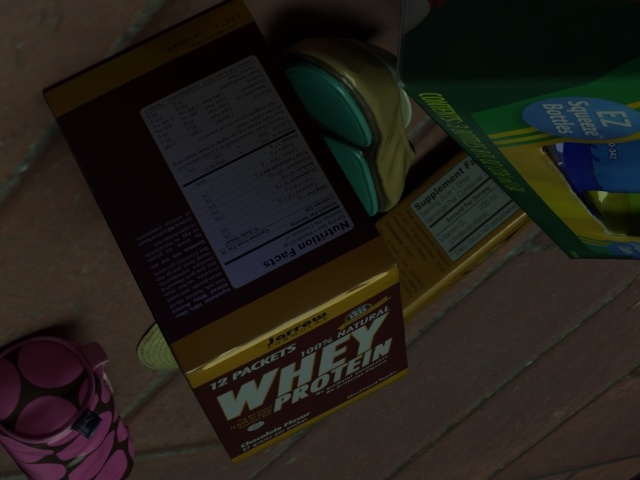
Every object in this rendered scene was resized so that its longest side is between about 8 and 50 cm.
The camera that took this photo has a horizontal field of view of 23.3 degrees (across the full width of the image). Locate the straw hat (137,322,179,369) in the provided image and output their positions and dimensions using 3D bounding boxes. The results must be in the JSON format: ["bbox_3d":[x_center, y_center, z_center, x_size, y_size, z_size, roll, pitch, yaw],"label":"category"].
[{"bbox_3d":[-0.076,0.093,1.277,0.144,0.061,0.144,-25,158,-11],"label":"straw hat"}]

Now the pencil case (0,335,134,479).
[{"bbox_3d":[-0.197,0.146,1.212,0.098,0.095,0.209,-40,163,-16],"label":"pencil case"}]

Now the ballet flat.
[{"bbox_3d":[0.024,-0.091,1.019,0.073,0.080,0.232,-55,164,-13],"label":"ballet flat"}]

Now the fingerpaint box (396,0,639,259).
[{"bbox_3d":[0.292,-0.098,0.948,0.371,0.163,0.445,1,168,21],"label":"fingerpaint box"}]

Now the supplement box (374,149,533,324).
[{"bbox_3d":[0.089,0.001,1.246,0.233,0.080,0.078,-38,172,23],"label":"supplement box"}]

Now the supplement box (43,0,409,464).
[{"bbox_3d":[-0.050,0.001,0.934,0.129,0.194,0.191,-27,158,-6],"label":"supplement box"}]
